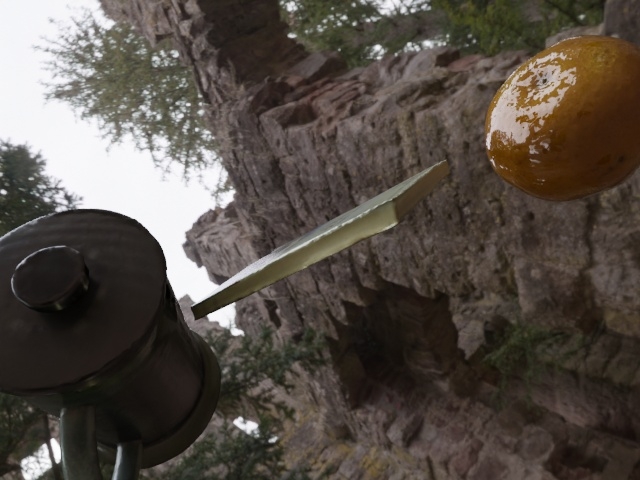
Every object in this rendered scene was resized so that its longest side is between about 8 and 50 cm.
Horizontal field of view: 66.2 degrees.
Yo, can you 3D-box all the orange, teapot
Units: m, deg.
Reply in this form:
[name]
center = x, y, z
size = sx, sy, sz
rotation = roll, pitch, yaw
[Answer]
[orange]
center = 0.240, -0.109, 0.467
size = 0.136, 0.159, 0.158
rotation = 32, -103, -33
[teapot]
center = -0.229, 0.142, 0.530
size = 0.201, 0.270, 0.336
rotation = -5, -33, -6

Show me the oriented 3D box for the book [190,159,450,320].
[book]
center = 0.000, 0.000, 0.562
size = 0.026, 0.290, 0.201
rotation = 60, -147, -3
